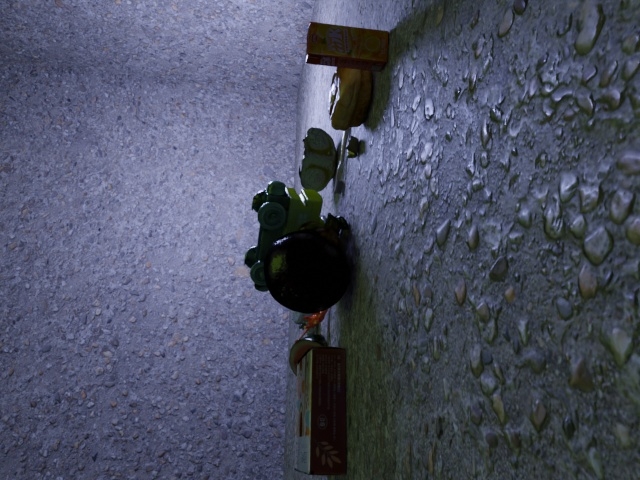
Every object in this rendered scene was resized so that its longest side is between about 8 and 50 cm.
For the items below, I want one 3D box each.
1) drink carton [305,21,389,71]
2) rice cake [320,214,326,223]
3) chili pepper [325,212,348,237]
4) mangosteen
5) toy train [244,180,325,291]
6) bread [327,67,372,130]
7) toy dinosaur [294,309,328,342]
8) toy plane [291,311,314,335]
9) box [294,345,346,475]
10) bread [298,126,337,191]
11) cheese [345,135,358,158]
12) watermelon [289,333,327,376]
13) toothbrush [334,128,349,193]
[{"bbox_3d":[0.073,-0.539,1.370,0.071,0.223,0.096,144,130,-80],"label":"drink carton"},{"bbox_3d":[0.000,0.000,2.222,0.189,0.037,0.198,-95,13,-46],"label":"rice cake"},{"bbox_3d":[0.046,-0.025,1.839,0.279,0.065,0.122,111,161,-55],"label":"chili pepper"},{"bbox_3d":[-0.049,0.090,1.650,0.313,0.297,0.296,-101,18,-53],"label":"mangosteen"},{"bbox_3d":[-0.129,-0.006,1.841,0.179,0.273,0.442,-119,36,-61],"label":"toy train"},{"bbox_3d":[0.091,-0.466,1.568,0.236,0.120,0.198,111,162,-65],"label":"bread"},{"bbox_3d":[-0.035,0.333,1.998,0.279,0.101,0.055,-44,67,24],"label":"toy dinosaur"},{"bbox_3d":[-0.071,0.339,2.302,0.245,0.118,0.244,169,90,-73],"label":"toy plane"},{"bbox_3d":[-0.007,0.588,1.688,0.344,0.122,0.385,114,158,-65],"label":"box"},{"bbox_3d":[-0.005,-0.353,2.104,0.156,0.158,0.260,-80,-1,-57],"label":"bread"},{"bbox_3d":[0.109,-0.314,1.639,0.084,0.042,0.060,53,-133,-79],"label":"cheese"},{"bbox_3d":[-0.033,0.490,2.090,0.128,0.159,0.303,-36,-34,-47],"label":"watermelon"},{"bbox_3d":[0.088,-0.326,1.850,0.025,0.030,0.307,-119,37,-74],"label":"toothbrush"}]
